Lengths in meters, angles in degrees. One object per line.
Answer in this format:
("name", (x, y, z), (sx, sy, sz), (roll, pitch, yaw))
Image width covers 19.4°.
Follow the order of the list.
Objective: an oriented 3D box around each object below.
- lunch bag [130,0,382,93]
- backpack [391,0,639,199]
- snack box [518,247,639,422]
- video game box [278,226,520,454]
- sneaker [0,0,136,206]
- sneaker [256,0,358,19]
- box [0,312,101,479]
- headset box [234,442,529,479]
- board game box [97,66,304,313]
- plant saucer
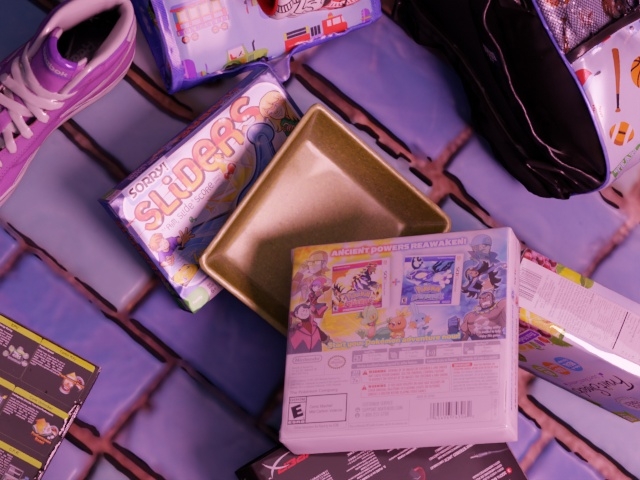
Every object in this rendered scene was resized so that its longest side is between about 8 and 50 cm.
("lunch bag", (-0.079, -0.289, 1.774), (0.221, 0.138, 0.293), (-21, 95, -17))
("backpack", (0.225, -0.178, 1.752), (0.213, 0.276, 0.263), (-25, 98, -13))
("snack box", (0.243, 0.092, 1.734), (0.207, 0.174, 0.070), (25, 77, -5))
("video game box", (0.070, 0.088, 1.627), (0.205, 0.048, 0.187), (-5, 66, 19))
("sneaker", (-0.276, -0.124, 1.677), (0.102, 0.161, 0.282), (42, 76, -3))
("sneaker", (-0.025, -0.333, 1.685), (0.145, 0.090, 0.270), (-21, 111, -21))
("box", (-0.322, 0.150, 1.677), (0.191, 0.045, 0.184), (28, 73, -4))
("headset box", (0.091, 0.280, 1.701), (0.218, 0.110, 0.293), (-30, 86, -14))
("board game box", (-0.088, -0.048, 1.743), (0.201, 0.035, 0.136), (-42, 110, -15))
("plant saucer", (0.000, 0.000, 1.743), (0.188, 0.045, 0.188), (40, 79, -22))
